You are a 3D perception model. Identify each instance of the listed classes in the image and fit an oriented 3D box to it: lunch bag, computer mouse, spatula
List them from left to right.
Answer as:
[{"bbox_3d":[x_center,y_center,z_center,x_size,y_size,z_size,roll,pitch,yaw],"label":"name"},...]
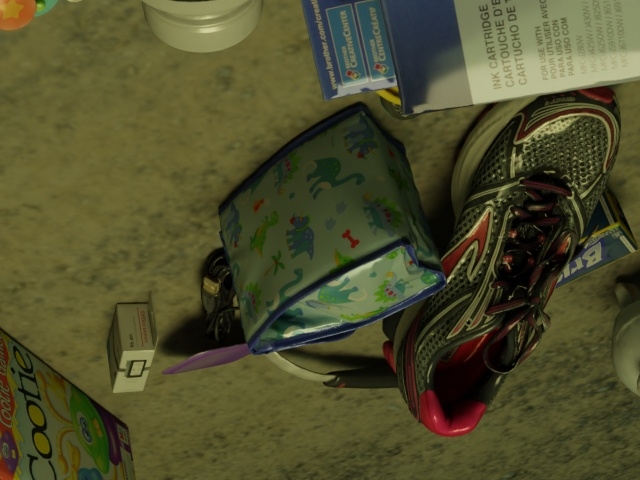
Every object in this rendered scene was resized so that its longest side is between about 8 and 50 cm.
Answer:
[{"bbox_3d":[-0.011,0.118,1.146,0.296,0.030,0.084,12,153,-37],"label":"spatula"},{"bbox_3d":[-0.004,0.038,1.032,0.193,0.042,0.106,-5,141,-4],"label":"computer mouse"},{"bbox_3d":[0.000,0.000,0.898,0.151,0.129,0.096,-27,144,17],"label":"lunch bag"}]

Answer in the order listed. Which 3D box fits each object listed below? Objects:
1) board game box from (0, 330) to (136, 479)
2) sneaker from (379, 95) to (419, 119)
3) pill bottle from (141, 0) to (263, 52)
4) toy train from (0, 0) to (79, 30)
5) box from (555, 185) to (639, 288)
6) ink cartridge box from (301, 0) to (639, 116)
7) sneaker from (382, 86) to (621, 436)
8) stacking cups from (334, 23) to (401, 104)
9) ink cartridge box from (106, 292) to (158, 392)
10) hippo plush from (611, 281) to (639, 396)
[{"bbox_3d":[-0.279,0.196,1.065,0.142,0.144,0.275,-21,147,9],"label":"board game box"},{"bbox_3d":[0.098,-0.124,0.800,0.065,0.076,0.166,15,137,-35],"label":"sneaker"},{"bbox_3d":[-0.067,-0.177,0.642,0.094,0.094,0.169,-10,150,-6],"label":"pill bottle"},{"bbox_3d":[-0.155,-0.172,0.663,0.125,0.046,0.166,-12,146,-2],"label":"toy train"},{"bbox_3d":[0.177,0.013,1.049,0.169,0.054,0.059,-28,144,19],"label":"box"},{"bbox_3d":[0.128,-0.171,0.631,0.311,0.065,0.185,-7,115,15],"label":"ink cartridge box"},{"bbox_3d":[0.148,0.016,0.938,0.121,0.112,0.299,14,117,-16],"label":"sneaker"},{"bbox_3d":[0.135,-0.210,0.695,0.316,0.096,0.096,-39,139,25],"label":"stacking cups"},{"bbox_3d":[-0.158,0.085,1.034,0.028,0.048,0.083,0,143,-20],"label":"ink cartridge box"},{"bbox_3d":[0.381,0.102,1.173,0.236,0.234,0.294,37,120,-19],"label":"hippo plush"}]
